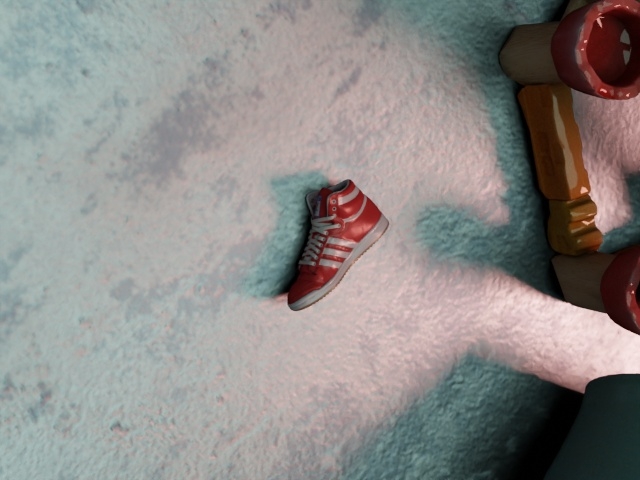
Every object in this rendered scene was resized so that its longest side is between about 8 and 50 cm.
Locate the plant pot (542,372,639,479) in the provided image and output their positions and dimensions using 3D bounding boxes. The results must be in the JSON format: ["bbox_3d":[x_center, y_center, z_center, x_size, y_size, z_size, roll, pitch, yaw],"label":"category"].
[{"bbox_3d":[0.304,0.261,1.313,0.272,0.271,0.255,22,71,-24],"label":"plant pot"}]

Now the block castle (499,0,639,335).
[{"bbox_3d":[0.411,-0.117,1.340,0.453,0.213,0.303,-18,101,-21],"label":"block castle"}]

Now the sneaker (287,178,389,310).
[{"bbox_3d":[0.000,0.000,1.261,0.118,0.042,0.067,-47,115,-21],"label":"sneaker"}]
